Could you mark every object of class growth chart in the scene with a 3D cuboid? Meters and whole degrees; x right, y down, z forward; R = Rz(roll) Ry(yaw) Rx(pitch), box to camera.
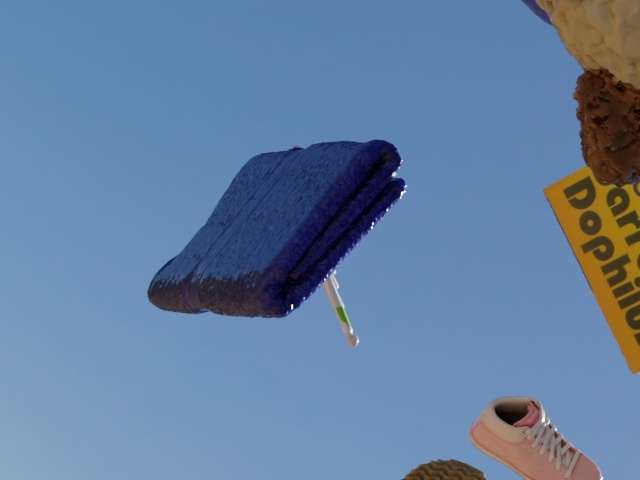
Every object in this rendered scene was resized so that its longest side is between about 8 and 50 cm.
[{"bbox_3d":[0.000,0.000,2.178,0.237,0.021,0.172,-102,172,-50],"label":"growth chart"}]

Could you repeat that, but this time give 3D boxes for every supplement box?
[{"bbox_3d":[0.401,-0.021,1.644,0.195,0.356,0.194,-31,-101,31],"label":"supplement box"}]

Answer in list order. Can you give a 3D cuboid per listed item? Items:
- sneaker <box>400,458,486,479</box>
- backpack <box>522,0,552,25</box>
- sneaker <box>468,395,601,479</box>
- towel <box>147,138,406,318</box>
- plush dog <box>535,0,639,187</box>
[{"bbox_3d":[0.071,0.248,1.304,0.069,0.185,0.084,20,-43,22],"label":"sneaker"},{"bbox_3d":[0.213,-0.207,1.301,0.101,0.120,0.098,46,-55,20],"label":"backpack"},{"bbox_3d":[0.207,0.191,1.607,0.134,0.051,0.070,27,-38,7],"label":"sneaker"},{"bbox_3d":[-0.046,-0.004,1.816,0.076,0.228,0.308,44,-18,-19],"label":"towel"},{"bbox_3d":[0.216,-0.152,0.943,0.210,0.225,0.262,0,-76,61],"label":"plush dog"}]
